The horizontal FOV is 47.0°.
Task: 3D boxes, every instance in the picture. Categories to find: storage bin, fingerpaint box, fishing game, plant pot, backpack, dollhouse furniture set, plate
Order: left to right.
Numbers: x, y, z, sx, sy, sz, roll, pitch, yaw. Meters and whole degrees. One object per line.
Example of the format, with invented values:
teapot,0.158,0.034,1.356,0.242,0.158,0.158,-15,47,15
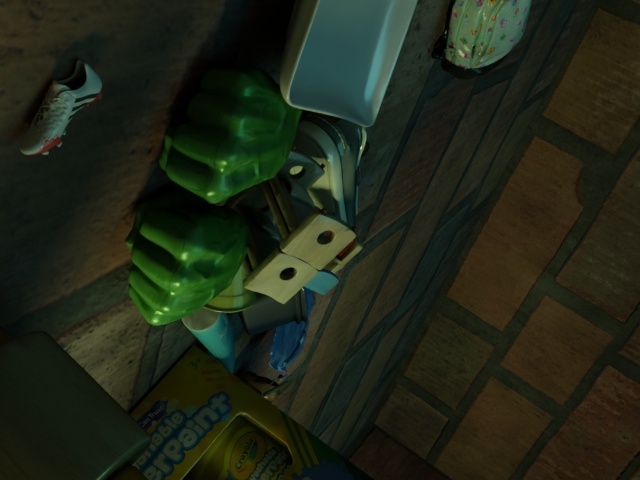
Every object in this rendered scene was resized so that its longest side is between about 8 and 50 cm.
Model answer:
fingerpaint box,-0.169,0.425,0.964,0.445,0.371,0.163,-47,160,-27
plant pot,-0.117,0.035,0.924,0.083,0.083,0.079,-33,139,-54
storage bin,-0.082,0.078,1.084,0.091,0.098,0.135,-23,154,-13
fishing game,-0.054,0.137,1.276,0.189,0.041,0.264,-15,120,-71
dollhouse furniture set,0.000,0.000,0.897,0.129,0.129,0.184,-43,135,20
plate,0.043,-0.270,0.795,0.277,0.045,0.278,-10,120,-69
backpack,0.272,-0.365,1.201,0.152,0.115,0.182,-44,156,-29

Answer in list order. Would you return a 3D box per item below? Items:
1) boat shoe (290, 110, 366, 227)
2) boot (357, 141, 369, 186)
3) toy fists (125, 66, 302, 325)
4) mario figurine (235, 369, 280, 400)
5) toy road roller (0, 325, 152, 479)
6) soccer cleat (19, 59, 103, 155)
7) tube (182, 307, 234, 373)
boat shoe,0.021,-0.069,1.042,0.099,0.116,0.319,-45,155,-23
boot,0.031,-0.110,1.133,0.087,0.042,0.118,-21,140,-53
toy fists,-0.117,-0.044,0.745,0.279,0.096,0.142,-64,172,18
mario figurine,-0.152,0.403,1.300,0.198,0.170,0.320,16,101,-37
toy road roller,-0.301,0.247,0.596,0.329,0.202,0.240,-44,172,-23
soccer cleat,-0.194,-0.098,0.543,0.083,0.029,0.035,-53,154,-24
tube,-0.145,0.130,1.042,0.207,0.052,0.080,77,15,-67
